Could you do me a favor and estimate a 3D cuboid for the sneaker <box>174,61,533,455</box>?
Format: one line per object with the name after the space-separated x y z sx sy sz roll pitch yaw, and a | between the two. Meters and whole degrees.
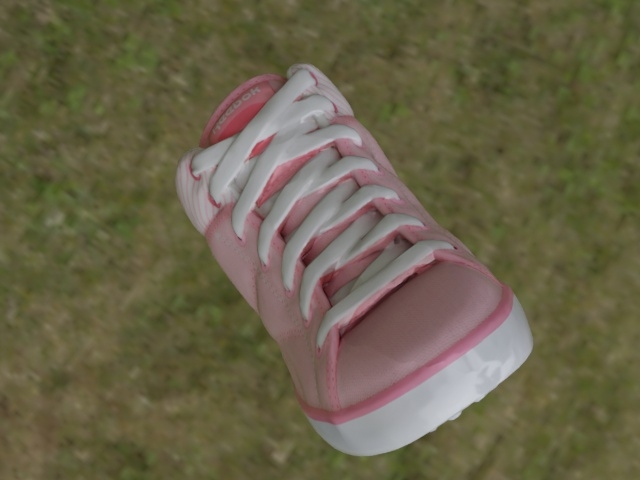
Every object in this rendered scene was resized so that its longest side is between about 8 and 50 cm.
0.000 0.000 0.438 0.051 0.134 0.070 -35 105 -2 | sneaker
